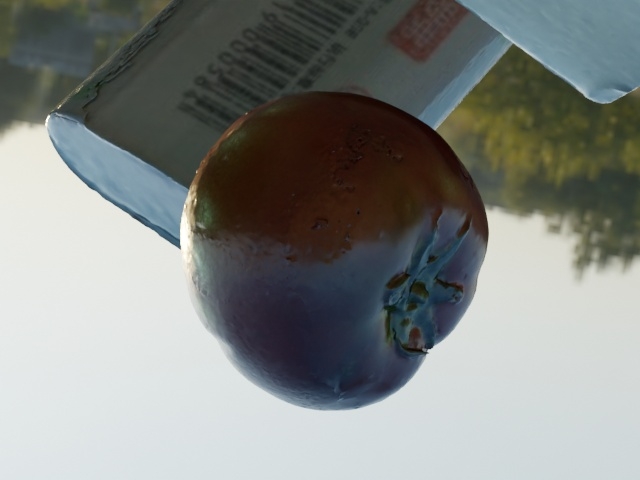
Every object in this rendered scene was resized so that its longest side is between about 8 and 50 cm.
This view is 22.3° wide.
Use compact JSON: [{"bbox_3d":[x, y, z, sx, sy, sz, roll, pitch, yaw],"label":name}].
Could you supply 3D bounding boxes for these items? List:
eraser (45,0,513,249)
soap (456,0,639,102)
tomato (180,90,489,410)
[{"bbox_3d":[-0.019,-0.094,0.925,0.174,0.227,0.081,32,154,24],"label":"eraser"},{"bbox_3d":[0.074,-0.135,0.618,0.183,0.064,0.121,36,164,-8],"label":"soap"},{"bbox_3d":[0.000,0.000,0.439,0.075,0.087,0.087,34,-163,34],"label":"tomato"}]
